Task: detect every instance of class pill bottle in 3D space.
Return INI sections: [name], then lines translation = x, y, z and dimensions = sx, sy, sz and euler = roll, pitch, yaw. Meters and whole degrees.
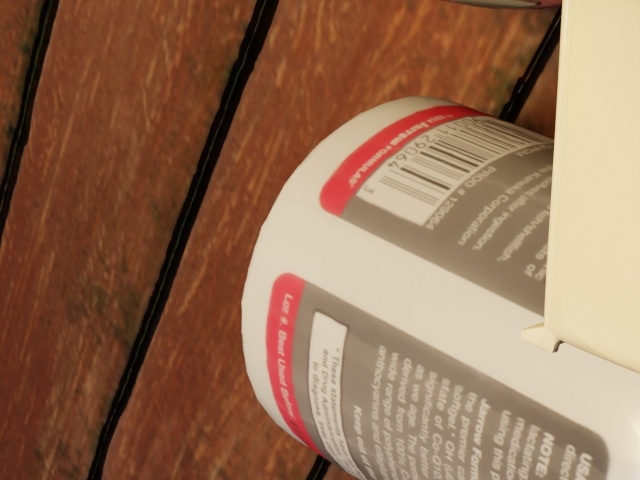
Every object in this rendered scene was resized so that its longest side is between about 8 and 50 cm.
[pill bottle]
translation = 0.129, 0.065, 0.732
dimensions = 0.318, 0.176, 0.176
euler = 27, 128, 42

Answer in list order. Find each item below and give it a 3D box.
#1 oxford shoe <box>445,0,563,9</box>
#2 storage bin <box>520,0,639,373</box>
[oxford shoe]
translation = 0.133, -0.215, 0.649
dimensions = 0.397, 0.140, 0.146
euler = 138, 136, -58
[storage bin]
translation = 0.235, -0.017, 0.482
dimensions = 0.262, 0.260, 0.123
euler = 21, 117, 45
